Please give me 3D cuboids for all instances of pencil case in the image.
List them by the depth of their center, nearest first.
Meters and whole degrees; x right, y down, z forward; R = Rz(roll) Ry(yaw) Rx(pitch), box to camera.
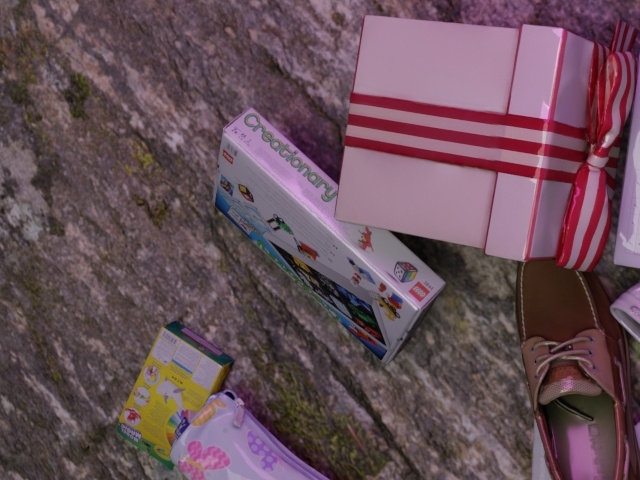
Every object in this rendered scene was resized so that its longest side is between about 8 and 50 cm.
[{"bbox_3d":[-0.061,0.313,1.515,0.273,0.113,0.124,39,92,12],"label":"pencil case"}]

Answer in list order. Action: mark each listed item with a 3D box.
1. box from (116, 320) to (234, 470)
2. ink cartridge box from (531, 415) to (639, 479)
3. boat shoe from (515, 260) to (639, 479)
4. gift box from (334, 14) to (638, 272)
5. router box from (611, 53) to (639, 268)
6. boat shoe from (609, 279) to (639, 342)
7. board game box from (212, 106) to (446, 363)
[{"bbox_3d":[-0.198,0.211,1.592,0.105,0.043,0.179,32,108,14],"label":"box"},{"bbox_3d":[0.365,0.334,1.369,0.238,0.060,0.275,5,101,22],"label":"ink cartridge box"},{"bbox_3d":[0.283,0.157,1.294,0.122,0.120,0.324,-17,70,15],"label":"boat shoe"},{"bbox_3d":[0.200,-0.115,1.257,0.258,0.276,0.255,12,102,32],"label":"gift box"},{"bbox_3d":[0.478,-0.118,1.227,0.301,0.082,0.336,10,103,21],"label":"router box"},{"bbox_3d":[0.412,0.151,1.272,0.084,0.095,0.258,-32,63,-8],"label":"boat shoe"},{"bbox_3d":[0.000,0.000,1.402,0.305,0.053,0.193,43,157,10],"label":"board game box"}]
